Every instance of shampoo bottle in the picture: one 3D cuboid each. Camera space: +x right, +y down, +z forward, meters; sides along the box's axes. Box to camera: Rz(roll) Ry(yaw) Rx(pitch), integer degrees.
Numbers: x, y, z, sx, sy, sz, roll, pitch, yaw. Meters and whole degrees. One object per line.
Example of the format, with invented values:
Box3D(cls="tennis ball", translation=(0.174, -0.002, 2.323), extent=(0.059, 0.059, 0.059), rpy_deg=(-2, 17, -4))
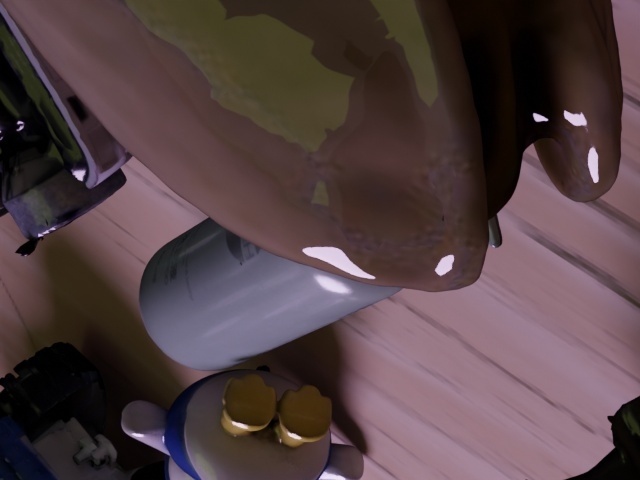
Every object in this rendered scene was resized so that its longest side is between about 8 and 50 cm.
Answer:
Box3D(cls="shampoo bottle", translation=(0.000, 0.000, 0.628), extent=(0.056, 0.056, 0.195), rpy_deg=(56, 148, -3))

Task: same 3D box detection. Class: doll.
Box3D(cls="doll", translation=(-0.034, 0.084, 0.747), extent=(0.099, 0.057, 0.143), rpy_deg=(13, 160, -10))

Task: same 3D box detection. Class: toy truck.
Box3D(cls="toy truck", translation=(-0.136, 0.155, 0.897), extent=(0.113, 0.126, 0.208), rpy_deg=(45, 149, 15))
Box3D(cls="toy truck", translation=(-0.124, -0.055, 0.675), extent=(0.253, 0.124, 0.114), rpy_deg=(-16, 108, 56))

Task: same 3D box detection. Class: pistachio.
Box3D(cls="pistachio", translation=(-0.018, -0.093, 0.474), extent=(0.238, 0.138, 0.153), rpy_deg=(51, 160, 4))

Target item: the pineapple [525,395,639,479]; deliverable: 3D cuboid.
Box3D(cls="pineapple", translation=(0.135, 0.158, 0.564), extent=(0.237, 0.119, 0.111), rpy_deg=(61, -167, -4))
